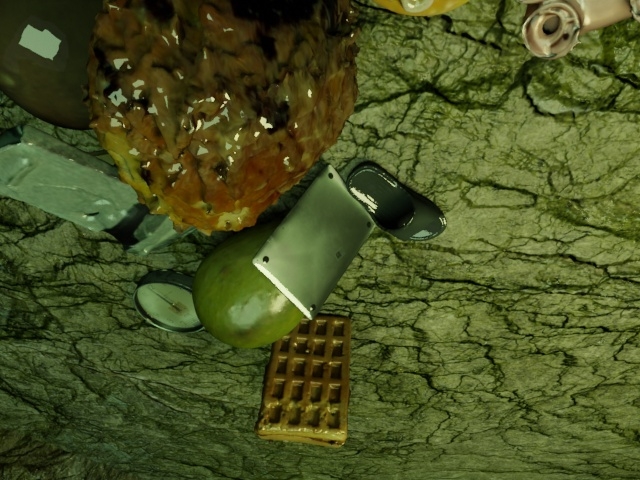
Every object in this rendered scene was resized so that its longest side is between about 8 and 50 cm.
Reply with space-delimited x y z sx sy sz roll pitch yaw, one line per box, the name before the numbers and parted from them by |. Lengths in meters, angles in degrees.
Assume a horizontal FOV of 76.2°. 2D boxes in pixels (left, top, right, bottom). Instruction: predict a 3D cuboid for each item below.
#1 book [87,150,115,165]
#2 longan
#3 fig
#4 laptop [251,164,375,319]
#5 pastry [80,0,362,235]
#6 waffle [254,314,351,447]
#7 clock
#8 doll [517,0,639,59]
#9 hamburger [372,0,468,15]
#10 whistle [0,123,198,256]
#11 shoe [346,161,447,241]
book | -0.405 -0.131 0.902 0.231 0.026 0.161 -5 129 11
longan | -0.374 -0.292 0.613 0.258 0.258 0.257 4 130 5
fig | -0.126 0.086 0.903 0.258 0.258 0.326 39 114 -22
laptop | 0.000 0.000 0.820 0.015 0.269 0.187 1 139 52
pastry | -0.128 -0.202 0.559 0.405 0.337 0.292 -44 82 0
waffle | -0.032 0.345 1.050 0.224 0.327 0.098 5 135 2
clock | -0.411 0.178 1.147 0.226 0.049 0.225 4 131 4
doll | 0.354 -0.355 0.467 0.217 0.268 0.284 -5 131 39
hamburger | 0.111 -0.428 0.479 0.303 0.186 0.261 39 124 -20
whistle | -0.335 -0.079 0.718 0.168 0.405 0.188 -27 87 26
shoe | 0.154 -0.058 0.841 0.241 0.093 0.108 34 125 -17
